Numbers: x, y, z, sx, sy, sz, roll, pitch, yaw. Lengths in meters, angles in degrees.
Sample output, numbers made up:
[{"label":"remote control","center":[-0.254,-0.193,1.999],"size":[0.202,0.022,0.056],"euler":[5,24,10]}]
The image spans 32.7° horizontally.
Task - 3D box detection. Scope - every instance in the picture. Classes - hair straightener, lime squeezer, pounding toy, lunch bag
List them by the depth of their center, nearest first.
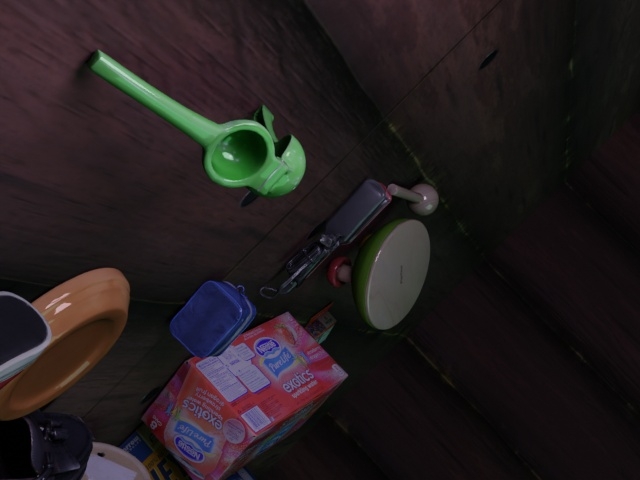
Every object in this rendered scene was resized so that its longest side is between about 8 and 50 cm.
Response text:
[{"label":"lime squeezer","center":[-0.064,-0.086,0.853],"size":[0.058,0.110,0.310],"euler":[-29,171,17]},{"label":"lunch bag","center":[-0.128,0.093,1.339],"size":[0.098,0.067,0.065],"euler":[-47,167,7]},{"label":"hair straightener","center":[0.000,0.000,1.511],"size":[0.230,0.047,0.089],"euler":[-41,167,7]},{"label":"pounding toy","center":[0.088,0.014,1.737],"size":[0.183,0.110,0.237],"euler":[1,106,-57]}]

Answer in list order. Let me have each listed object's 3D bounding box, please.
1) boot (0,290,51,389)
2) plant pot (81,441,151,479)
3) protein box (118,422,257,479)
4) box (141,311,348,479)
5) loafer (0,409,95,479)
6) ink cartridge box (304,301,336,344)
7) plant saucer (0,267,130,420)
[{"label":"boot","center":[-0.330,0.139,0.835],"size":[0.176,0.088,0.244],"euler":[-47,171,19]},{"label":"plant pot","center":[-0.325,0.411,1.440],"size":[0.256,0.256,0.274],"euler":[-20,137,-61]},{"label":"protein box","center":[-0.208,0.382,1.710],"size":[0.136,0.201,0.200],"euler":[-44,167,3]},{"label":"box","center":[-0.110,0.238,1.672],"size":[0.142,0.154,0.300],"euler":[-50,167,26]},{"label":"loafer","center":[-0.318,0.220,1.089],"size":[0.095,0.109,0.302],"euler":[-53,162,20]},{"label":"ink cartridge box","center":[-0.004,0.165,2.032],"size":[0.063,0.029,0.115],"euler":[-35,165,-34]},{"label":"plant saucer","center":[-0.259,0.108,1.054],"size":[0.200,0.037,0.200],"euler":[-40,167,-12]}]
